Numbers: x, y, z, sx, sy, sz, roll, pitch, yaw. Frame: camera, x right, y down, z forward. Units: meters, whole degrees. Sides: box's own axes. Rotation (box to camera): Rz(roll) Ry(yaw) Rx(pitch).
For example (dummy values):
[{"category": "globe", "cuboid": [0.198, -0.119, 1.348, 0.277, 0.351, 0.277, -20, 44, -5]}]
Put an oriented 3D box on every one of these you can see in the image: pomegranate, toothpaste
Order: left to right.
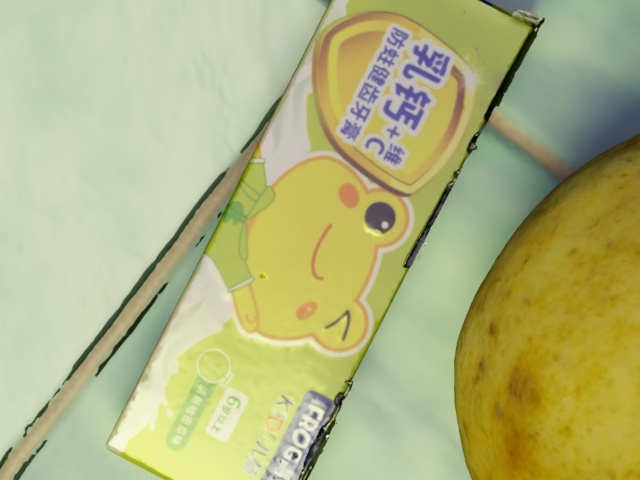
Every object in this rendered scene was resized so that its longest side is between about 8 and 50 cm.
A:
[{"category": "toothpaste", "cuboid": [0.000, 0.000, 1.002, 0.110, 0.077, 0.327, 27, 93, 2]}, {"category": "pomegranate", "cuboid": [0.194, 0.066, 0.912, 0.260, 0.260, 0.260, 0, 93, 1]}]
